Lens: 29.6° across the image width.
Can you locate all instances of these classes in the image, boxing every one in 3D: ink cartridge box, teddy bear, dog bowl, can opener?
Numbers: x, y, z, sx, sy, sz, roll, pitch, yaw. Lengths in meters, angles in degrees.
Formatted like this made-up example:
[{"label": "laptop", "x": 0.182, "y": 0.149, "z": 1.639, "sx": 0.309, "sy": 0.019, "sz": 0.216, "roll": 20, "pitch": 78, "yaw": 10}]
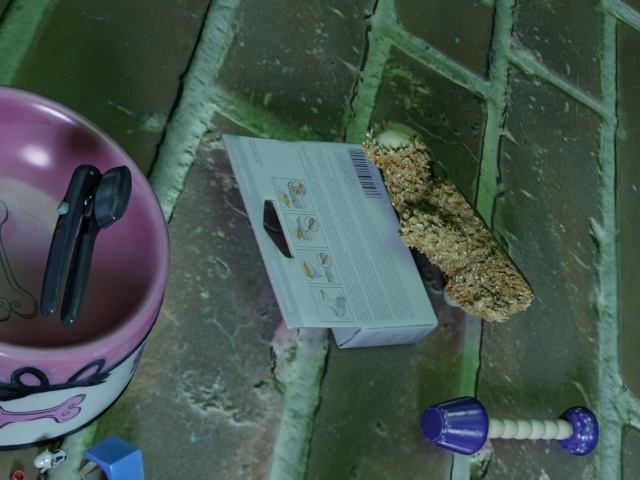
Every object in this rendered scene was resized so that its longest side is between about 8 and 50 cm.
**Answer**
[{"label": "ink cartridge box", "x": 0.000, "y": 0.000, "z": 1.625, "sx": 0.261, "sy": 0.066, "sz": 0.296, "roll": 1, "pitch": 58, "yaw": -38}, {"label": "teddy bear", "x": 0.164, "y": -0.026, "z": 1.711, "sx": 0.338, "sy": 0.113, "sz": 0.245, "roll": 51, "pitch": 12, "yaw": -18}, {"label": "dog bowl", "x": -0.343, "y": 0.008, "z": 1.296, "sx": 0.408, "sy": 0.150, "sz": 0.408, "roll": 21, "pitch": 49, "yaw": -25}, {"label": "can opener", "x": -0.248, "y": -0.001, "z": 1.228, "sx": 0.059, "sy": 0.073, "sz": 0.186, "roll": 32, "pitch": 54, "yaw": -26}]

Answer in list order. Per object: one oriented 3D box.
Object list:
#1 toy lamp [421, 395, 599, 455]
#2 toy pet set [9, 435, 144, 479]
[{"label": "toy lamp", "x": 0.253, "y": 0.251, "z": 1.629, "sx": 0.275, "sy": 0.080, "sz": 0.080, "roll": 9, "pitch": 54, "yaw": -36}, {"label": "toy pet set", "x": -0.237, "y": 0.259, "z": 1.252, "sx": 0.114, "sy": 0.065, "sz": 0.122, "roll": -24, "pitch": 76, "yaw": -45}]
